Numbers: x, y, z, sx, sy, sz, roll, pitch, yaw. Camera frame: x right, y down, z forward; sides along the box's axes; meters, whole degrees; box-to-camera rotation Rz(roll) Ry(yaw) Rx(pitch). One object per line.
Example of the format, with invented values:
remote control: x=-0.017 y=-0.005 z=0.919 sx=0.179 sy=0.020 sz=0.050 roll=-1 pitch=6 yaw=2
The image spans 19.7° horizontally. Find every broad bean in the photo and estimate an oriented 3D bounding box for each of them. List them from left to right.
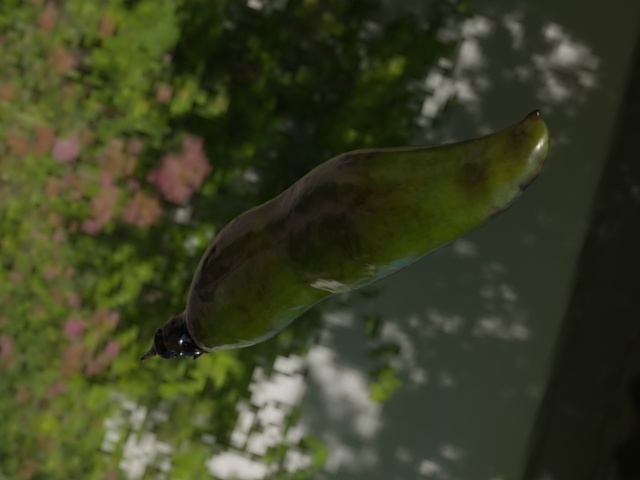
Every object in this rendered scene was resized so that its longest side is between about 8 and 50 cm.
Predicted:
broad bean: x=0.000 y=0.000 z=1.100 sx=0.061 sy=0.077 sz=0.339 roll=-13 pitch=167 yaw=-47
